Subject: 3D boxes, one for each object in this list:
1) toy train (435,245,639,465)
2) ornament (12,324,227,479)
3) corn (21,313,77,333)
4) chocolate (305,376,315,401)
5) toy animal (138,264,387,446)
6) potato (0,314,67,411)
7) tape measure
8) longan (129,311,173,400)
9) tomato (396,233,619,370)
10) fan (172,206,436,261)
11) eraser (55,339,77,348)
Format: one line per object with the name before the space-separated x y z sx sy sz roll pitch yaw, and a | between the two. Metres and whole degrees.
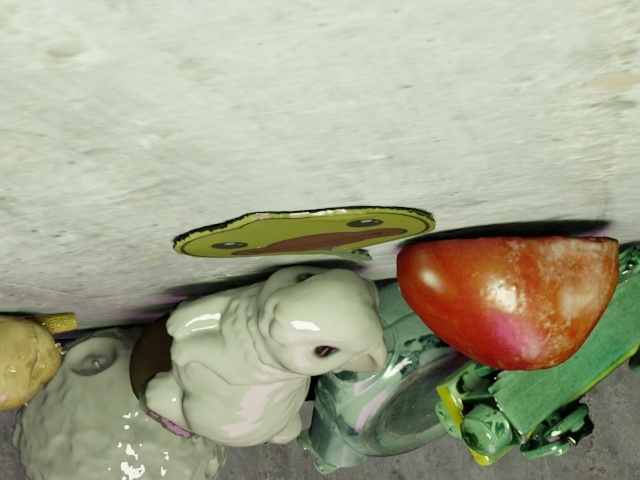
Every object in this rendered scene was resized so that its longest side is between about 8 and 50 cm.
toy train | 0.277 0.141 1.396 0.369 0.150 0.237 -31 -177 -28
ornament | -0.315 0.296 1.830 0.337 0.337 0.337 -6 172 -1
corn | -0.365 0.111 1.538 0.083 0.028 0.027 -7 167 -16
chocolate | 0.000 0.153 1.705 0.176 0.177 0.177 -6 172 -1
toy animal | -0.048 0.129 1.355 0.257 0.194 0.357 25 148 -30
potato | -0.444 0.157 1.451 0.234 0.128 0.161 9 157 -37
tape measure | 0.106 0.170 1.554 0.275 0.147 0.256 -18 142 -23
longan | -0.168 0.167 1.619 0.204 0.159 0.185 -22 171 -4
tomato | 0.196 0.064 1.179 0.233 0.140 0.200 -2 173 -27
fan | 0.000 0.001 1.061 0.229 0.011 0.335 -8 172 17
eraser | -0.576 0.202 1.975 0.311 0.043 0.144 0 170 -35
